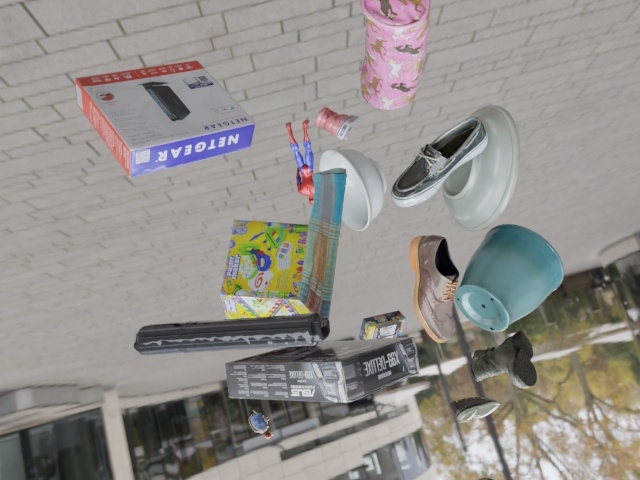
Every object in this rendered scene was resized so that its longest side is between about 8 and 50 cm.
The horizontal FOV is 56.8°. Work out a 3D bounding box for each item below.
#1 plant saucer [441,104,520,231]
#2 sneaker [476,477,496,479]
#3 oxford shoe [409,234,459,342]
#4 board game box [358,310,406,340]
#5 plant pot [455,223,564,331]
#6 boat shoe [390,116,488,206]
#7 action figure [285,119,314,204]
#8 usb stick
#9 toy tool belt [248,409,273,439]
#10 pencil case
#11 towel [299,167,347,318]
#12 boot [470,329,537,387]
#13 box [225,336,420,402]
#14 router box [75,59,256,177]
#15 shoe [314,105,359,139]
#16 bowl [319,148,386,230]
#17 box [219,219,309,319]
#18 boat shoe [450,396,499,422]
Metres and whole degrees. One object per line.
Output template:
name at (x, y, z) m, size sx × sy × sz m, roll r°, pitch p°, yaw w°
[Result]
plant saucer at (0.467, -0.230, 1.859) m, size 0.101 × 0.400 × 0.400 m, roll 7°, pitch 160°, yaw -17°
sneaker at (0.436, 0.854, 1.583) m, size 0.158 × 0.410 × 0.182 m, roll 22°, pitch 165°, yaw -13°
oxford shoe at (0.387, 0.160, 1.939) m, size 0.130 × 0.363 × 0.133 m, roll -16°, pitch -176°, yaw -35°
board game box at (0.191, 0.316, 1.914) m, size 0.141 × 0.048 × 0.170 m, roll -7°, pitch 125°, yaw -27°
plant pot at (0.556, 0.130, 1.814) m, size 0.255 × 0.271 × 0.272 m, roll -41°, pitch 180°, yaw -29°
boat shoe at (0.328, -0.237, 1.703) m, size 0.335 × 0.121 × 0.119 m, roll -41°, pitch 142°, yaw 1°
action figure at (-0.043, -0.257, 1.931) m, size 0.092 × 0.280 × 0.139 m, roll -6°, pitch -157°, yaw 10°
usb stick at (-0.127, 0.132, 0.835) m, size 0.278 × 0.045 × 0.077 m, roll -6°, pitch 174°, yaw 14°
toy tool belt at (-0.169, 0.524, 1.686) m, size 0.052 × 0.083 × 0.051 m, roll -28°, pitch 146°, yaw -29°
pencil case at (0.176, -0.479, 1.466) m, size 0.167 × 0.160 × 0.386 m, roll -1°, pitch 164°, yaw 2°
towel at (0.000, 0.000, 1.515) m, size 0.040 × 0.369 × 0.271 m, roll 7°, pitch -177°, yaw -12°
boot at (0.469, 0.334, 1.542) m, size 0.161 × 0.083 × 0.246 m, roll -32°, pitch -176°, yaw 24°
box at (0.003, 0.253, 1.179) m, size 0.308 × 0.076 × 0.243 m, roll -11°, pitch 176°, yaw 39°
router box at (-0.382, -0.315, 1.475) m, size 0.336 × 0.301 × 0.082 m, roll -22°, pitch 147°, yaw -35°
shoe at (0.039, -0.284, 1.415) m, size 0.063 × 0.081 × 0.178 m, roll -61°, pitch 177°, yaw 17°
bowl at (0.129, -0.193, 2.009) m, size 0.134 × 0.297 × 0.298 m, roll -27°, pitch 172°, yaw -21°
box at (-0.163, 0.103, 1.952) m, size 0.279 × 0.289 × 0.177 m, roll 5°, pitch 147°, yaw 2°
boat shoe at (0.546, 0.581, 2.087) m, size 0.228 × 0.068 × 0.081 m, roll 4°, pitch 124°, yaw -42°
